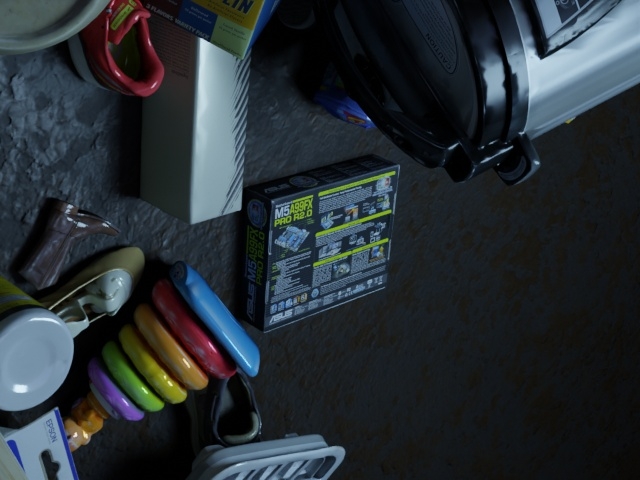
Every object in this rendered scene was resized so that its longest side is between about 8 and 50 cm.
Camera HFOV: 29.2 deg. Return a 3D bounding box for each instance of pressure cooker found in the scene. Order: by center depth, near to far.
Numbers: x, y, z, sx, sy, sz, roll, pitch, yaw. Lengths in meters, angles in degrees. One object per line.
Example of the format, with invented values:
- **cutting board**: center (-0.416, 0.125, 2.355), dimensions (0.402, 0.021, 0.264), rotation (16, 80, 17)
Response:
- **pressure cooker**: center (0.204, -0.289, 1.550), dimensions (0.420, 0.370, 0.375), rotation (-27, 130, -18)

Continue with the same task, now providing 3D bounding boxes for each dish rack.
- **dish rack**: center (-0.143, 0.403, 1.849), dimensions (0.285, 0.072, 0.333), rotation (0, 134, -48)

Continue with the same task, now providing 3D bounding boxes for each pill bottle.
- **pill bottle**: center (-0.383, 0.098, 1.392), dimensions (0.119, 0.208, 0.119), rotation (-24, 127, -37)

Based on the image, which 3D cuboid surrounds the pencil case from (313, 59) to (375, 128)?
- **pencil case**: center (0.106, -0.304, 1.775), dimensions (0.306, 0.119, 0.133), rotation (-63, 149, -1)

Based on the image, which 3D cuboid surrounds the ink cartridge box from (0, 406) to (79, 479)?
- **ink cartridge box**: center (-0.478, 0.355, 1.537), dimensions (0.371, 0.069, 0.176), rotation (-29, 129, -30)

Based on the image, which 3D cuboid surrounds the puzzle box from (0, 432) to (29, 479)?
- **puzzle box**: center (-0.433, 0.143, 1.316), dimensions (0.052, 0.272, 0.409), rotation (-37, 133, -23)

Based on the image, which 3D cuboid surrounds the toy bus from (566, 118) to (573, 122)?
- **toy bus**: center (0.368, -0.286, 2.075), dimensions (0.104, 0.191, 0.202), rotation (-89, 164, -45)

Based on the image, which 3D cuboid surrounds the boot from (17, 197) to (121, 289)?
- **boot**: center (-0.317, 0.015, 1.552), dimensions (0.106, 0.037, 0.114), rotation (25, 88, -37)

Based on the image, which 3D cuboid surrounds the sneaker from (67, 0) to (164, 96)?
- **sneaker**: center (-0.248, -0.282, 1.404), dimensions (0.107, 0.118, 0.279), rotation (-45, 137, -22)

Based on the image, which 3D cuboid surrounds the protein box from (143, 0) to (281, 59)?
- **protein box**: center (-0.085, -0.362, 1.413), dimensions (0.200, 0.136, 0.201), rotation (-63, 180, -38)

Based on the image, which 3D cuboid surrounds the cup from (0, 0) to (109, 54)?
- **cup**: center (-0.304, -0.304, 1.155), dimensions (0.331, 0.237, 0.331), rotation (-13, 129, -17)

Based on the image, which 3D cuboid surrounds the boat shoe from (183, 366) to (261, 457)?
- **boat shoe**: center (-0.135, 0.276, 1.844), dimensions (0.103, 0.092, 0.285), rotation (-38, 134, -30)

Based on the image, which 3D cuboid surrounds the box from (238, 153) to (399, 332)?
- **box**: center (0.000, 0.000, 1.869), dimensions (0.270, 0.060, 0.216), rotation (-19, 122, -41)

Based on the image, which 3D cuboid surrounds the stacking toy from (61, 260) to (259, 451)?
- **stacking toy**: center (-0.247, 0.181, 1.653), dimensions (0.302, 0.175, 0.166), rotation (-38, 108, -3)

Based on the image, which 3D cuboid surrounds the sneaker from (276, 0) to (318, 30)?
- **sneaker**: center (0.002, -0.395, 1.661), dimensions (0.118, 0.083, 0.222), rotation (-12, 116, -61)

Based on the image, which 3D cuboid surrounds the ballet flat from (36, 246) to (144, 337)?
- **ballet flat**: center (-0.303, 0.086, 1.577), dimensions (0.232, 0.073, 0.080), rotation (-34, 132, -31)

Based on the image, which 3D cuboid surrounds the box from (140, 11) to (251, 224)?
- **box**: center (-0.160, -0.170, 1.567), dimensions (0.094, 0.113, 0.275), rotation (-19, 124, -42)
